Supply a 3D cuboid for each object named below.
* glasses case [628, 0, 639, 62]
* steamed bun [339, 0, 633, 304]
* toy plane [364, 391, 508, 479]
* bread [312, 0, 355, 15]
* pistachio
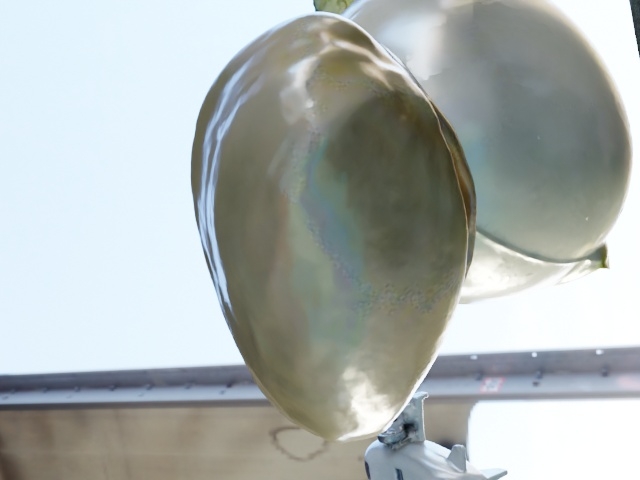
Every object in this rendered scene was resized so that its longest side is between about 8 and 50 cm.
[{"bbox_3d":[0.253,-0.123,0.513,0.131,0.074,0.323,2,-102,-41],"label":"glasses case"},{"bbox_3d":[0.140,-0.108,0.843,0.373,0.334,0.334,-92,-24,-45],"label":"steamed bun"},{"bbox_3d":[0.163,0.352,1.272,0.118,0.245,0.244,-14,-83,-34],"label":"toy plane"},{"bbox_3d":[0.069,-0.331,0.989,0.160,0.169,0.140,-12,-85,-27],"label":"bread"},{"bbox_3d":[0.000,0.000,0.542,0.166,0.197,0.287,-49,-34,-57],"label":"pistachio"}]
